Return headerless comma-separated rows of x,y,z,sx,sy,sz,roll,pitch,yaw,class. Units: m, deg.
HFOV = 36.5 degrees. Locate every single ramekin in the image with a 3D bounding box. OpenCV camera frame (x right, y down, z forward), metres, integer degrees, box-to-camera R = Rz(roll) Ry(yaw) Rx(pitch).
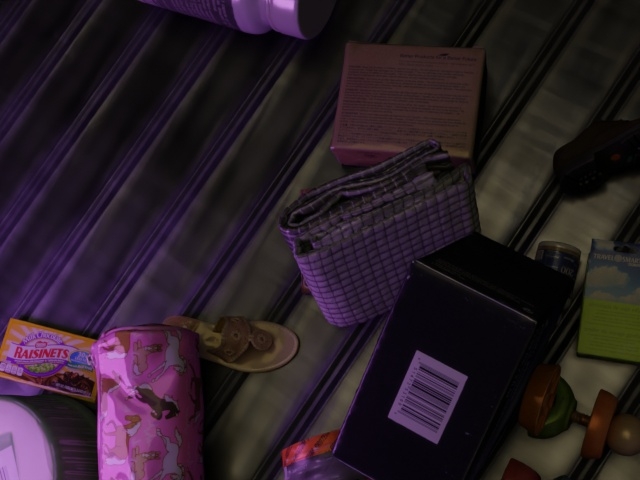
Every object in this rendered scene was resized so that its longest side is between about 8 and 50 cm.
-0.492,0.389,1.551,0.303,0.148,0.304,-6,73,19,ramekin

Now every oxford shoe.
0.464,-0.162,1.500,0.227,0.083,0.096,-23,45,13,oxford shoe

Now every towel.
0.097,-0.013,1.467,0.283,0.235,0.121,-27,53,-2,towel

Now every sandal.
-0.160,0.162,1.580,0.239,0.079,0.088,6,78,15,sandal

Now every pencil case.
-0.269,0.323,1.505,0.167,0.160,0.386,-7,82,25,pencil case

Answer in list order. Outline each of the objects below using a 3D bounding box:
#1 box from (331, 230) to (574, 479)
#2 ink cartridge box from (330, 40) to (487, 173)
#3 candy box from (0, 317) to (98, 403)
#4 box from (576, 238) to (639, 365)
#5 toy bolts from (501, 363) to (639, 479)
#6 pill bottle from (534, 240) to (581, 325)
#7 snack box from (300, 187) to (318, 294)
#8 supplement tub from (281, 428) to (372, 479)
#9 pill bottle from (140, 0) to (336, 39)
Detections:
0.193,0.168,1.333,0.182,0.294,0.296,27,108,17,box
0.148,-0.218,1.597,0.234,0.088,0.193,6,76,16,ink cartridge box
-0.458,0.206,1.671,0.205,0.027,0.105,11,76,16,candy box
0.451,0.093,1.465,0.109,0.042,0.178,7,78,15,box
0.351,0.297,1.336,0.158,0.218,0.229,18,74,23,toy bolts
0.354,0.066,1.483,0.067,0.067,0.120,12,79,17,pill bottle
0.000,0.000,1.612,0.064,0.022,0.178,-4,75,11,snack box
0.055,0.437,1.396,0.193,0.193,0.316,-20,72,8,supplement tub
-0.161,-0.475,1.678,0.361,0.204,0.204,20,82,18,pill bottle
